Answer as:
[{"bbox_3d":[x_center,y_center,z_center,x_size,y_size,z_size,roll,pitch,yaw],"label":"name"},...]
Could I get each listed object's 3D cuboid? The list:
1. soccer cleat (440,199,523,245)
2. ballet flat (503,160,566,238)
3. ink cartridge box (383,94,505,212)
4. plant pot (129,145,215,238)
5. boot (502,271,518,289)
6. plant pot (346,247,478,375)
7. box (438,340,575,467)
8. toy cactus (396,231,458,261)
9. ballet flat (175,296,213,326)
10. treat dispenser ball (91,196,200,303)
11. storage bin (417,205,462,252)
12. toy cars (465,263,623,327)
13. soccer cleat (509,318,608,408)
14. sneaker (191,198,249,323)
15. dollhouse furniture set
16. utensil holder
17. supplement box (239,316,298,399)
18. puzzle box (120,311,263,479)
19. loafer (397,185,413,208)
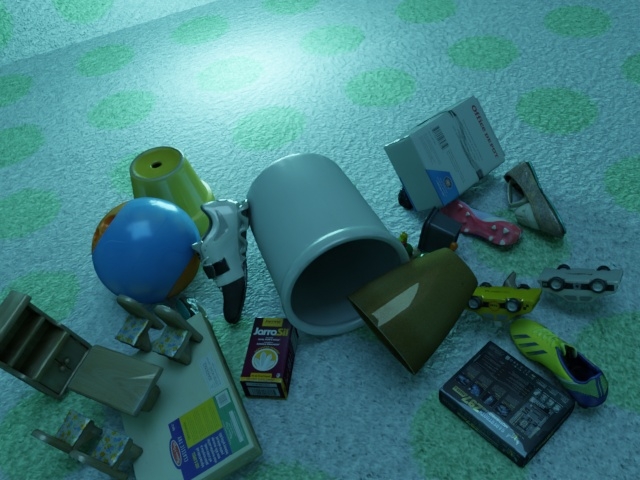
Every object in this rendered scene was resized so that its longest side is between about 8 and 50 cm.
[{"bbox_3d":[0.452,-0.053,1.812,0.095,0.083,0.248,-9,29,-45],"label":"soccer cleat"},{"bbox_3d":[0.598,-0.102,1.823,0.106,0.107,0.316,-23,38,15],"label":"ballet flat"},{"bbox_3d":[0.366,-0.253,1.869,0.307,0.223,0.129,-34,11,-31],"label":"ink cartridge box"},{"bbox_3d":[-0.459,-0.144,1.933,0.254,0.238,0.253,-5,45,5],"label":"plant pot"},{"bbox_3d":[0.500,0.138,1.635,0.087,0.042,0.118,31,59,25],"label":"boot"},{"bbox_3d":[0.233,0.142,1.494,0.254,0.237,0.237,-39,51,-6],"label":"plant pot"},{"bbox_3d":[0.409,0.356,1.421,0.183,0.059,0.233,-37,52,-24],"label":"box"},{"bbox_3d":[0.265,0.037,1.699,0.219,0.112,0.180,17,0,-24],"label":"toy cactus"},{"bbox_3d":[-0.318,0.212,1.688,0.070,0.070,0.188,-26,51,-15],"label":"ballet flat"},{"bbox_3d":[-0.467,0.027,1.730,0.289,0.288,0.288,-5,46,5],"label":"treat dispenser ball"},{"bbox_3d":[0.331,-0.018,1.756,0.091,0.135,0.098,26,55,16],"label":"storage bin"},{"bbox_3d":[0.532,0.137,1.548,0.394,0.087,0.176,-12,16,-6],"label":"toy cars"},{"bbox_3d":[0.535,0.250,1.447,0.094,0.121,0.289,-25,37,-11],"label":"soccer cleat"},{"bbox_3d":[-0.267,0.055,1.684,0.146,0.122,0.330,0,86,-18],"label":"sneaker"},{"bbox_3d":[-0.550,0.280,1.461,0.395,0.256,0.362,10,60,31],"label":"dollhouse furniture set"},{"bbox_3d":[0.000,0.000,1.663,0.328,0.327,0.385,-20,43,-10],"label":"utensil holder"},{"bbox_3d":[-0.122,0.285,1.565,0.104,0.080,0.188,0,46,10],"label":"supplement box"},{"bbox_3d":[-0.323,0.387,1.477,0.272,0.052,0.408,-32,48,-1],"label":"puzzle box"},{"bbox_3d":[0.322,-0.180,1.944,0.223,0.078,0.076,-37,51,-24],"label":"loafer"}]
